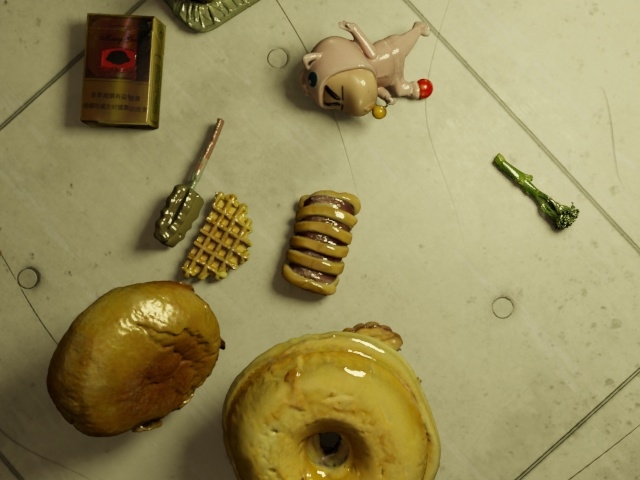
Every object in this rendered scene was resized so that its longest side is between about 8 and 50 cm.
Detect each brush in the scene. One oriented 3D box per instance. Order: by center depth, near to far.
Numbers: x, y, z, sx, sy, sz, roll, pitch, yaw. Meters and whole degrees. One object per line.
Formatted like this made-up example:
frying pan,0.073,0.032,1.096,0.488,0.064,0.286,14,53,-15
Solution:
brush,-0.272,-0.127,1.455,0.071,0.084,0.301,24,83,4

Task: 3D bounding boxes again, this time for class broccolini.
broccolini,0.454,-0.105,1.439,0.216,0.067,0.058,41,51,3

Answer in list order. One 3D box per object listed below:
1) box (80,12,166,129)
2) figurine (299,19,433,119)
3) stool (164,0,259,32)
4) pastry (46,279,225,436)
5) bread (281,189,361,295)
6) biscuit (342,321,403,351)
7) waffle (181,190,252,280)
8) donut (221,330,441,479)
box,-0.431,-0.367,1.471,0.160,0.071,0.240,4,89,4
figurine,0.102,-0.351,1.410,0.288,0.176,0.186,-11,62,-13
stool,-0.237,-0.646,1.399,0.310,0.226,0.310,-36,87,-2
pastry,-0.352,0.232,1.319,0.356,0.356,0.164,-48,57,-1
bread,0.000,0.000,1.436,0.134,0.081,0.225,14,89,3
biscuit,0.080,0.232,1.432,0.183,0.061,0.118,-34,105,-1
waffle,-0.226,-0.009,1.461,0.161,0.046,0.191,-6,87,1
donut,0.022,0.385,1.330,0.449,0.198,0.448,0,105,1
